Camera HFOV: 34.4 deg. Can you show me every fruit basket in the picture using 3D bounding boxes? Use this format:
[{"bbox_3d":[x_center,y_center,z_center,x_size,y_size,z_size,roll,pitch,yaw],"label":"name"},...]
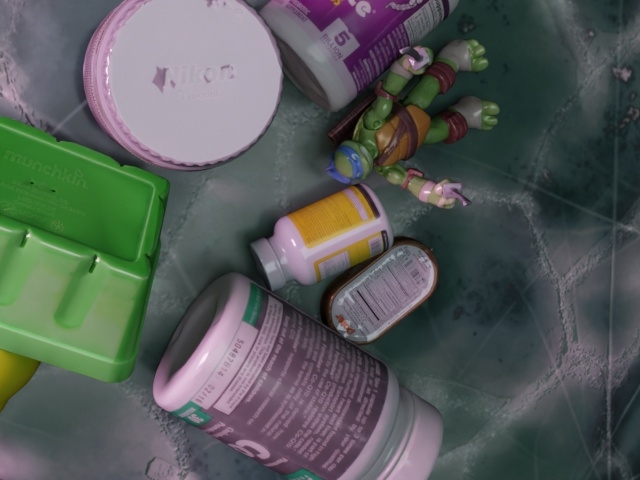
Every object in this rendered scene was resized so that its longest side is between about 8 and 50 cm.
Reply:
[{"bbox_3d":[-0.395,0.054,1.278,0.392,0.283,0.392,2,138,2],"label":"fruit basket"}]

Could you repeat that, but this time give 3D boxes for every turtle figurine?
[{"bbox_3d":[0.161,-0.155,1.355,0.198,0.274,0.266,51,52,0],"label":"turtle figurine"}]

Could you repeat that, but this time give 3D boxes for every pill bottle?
[{"bbox_3d":[-0.024,0.214,1.394,0.361,0.204,0.204,33,89,-17],"label":"pill bottle"},{"bbox_3d":[0.075,-0.324,1.359,0.301,0.169,0.169,-42,107,-6],"label":"pill bottle"},{"bbox_3d":[0.000,0.000,1.421,0.184,0.103,0.103,-24,104,-11],"label":"pill bottle"}]

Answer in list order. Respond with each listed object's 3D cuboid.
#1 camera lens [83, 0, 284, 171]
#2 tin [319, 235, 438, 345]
[{"bbox_3d":[-0.171,-0.198,1.253,0.219,0.274,0.220,-2,99,-15],"label":"camera lens"},{"bbox_3d":[0.086,0.073,1.493,0.189,0.040,0.106,-38,102,-7],"label":"tin"}]
